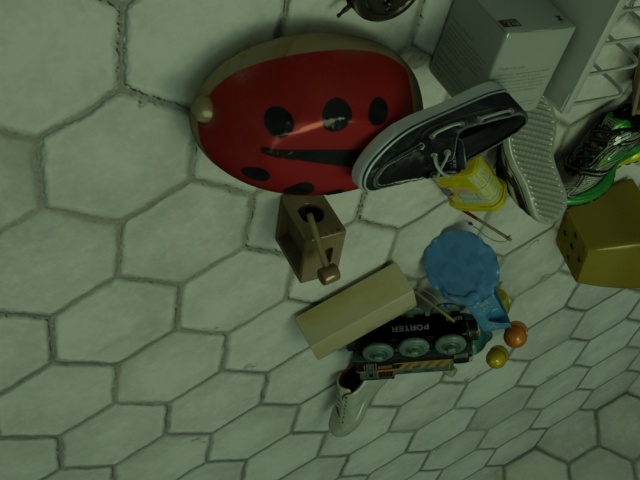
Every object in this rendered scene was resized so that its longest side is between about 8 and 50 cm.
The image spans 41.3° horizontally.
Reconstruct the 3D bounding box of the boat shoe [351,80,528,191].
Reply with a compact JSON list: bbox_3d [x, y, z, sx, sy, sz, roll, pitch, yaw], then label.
[{"bbox_3d":[0.198,-0.151,1.379,0.301,0.102,0.108,-27,144,-11],"label":"boat shoe"}]

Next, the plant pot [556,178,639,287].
[{"bbox_3d":[0.729,-0.003,2.176,0.187,0.212,0.212,-10,142,-7],"label":"plant pot"}]

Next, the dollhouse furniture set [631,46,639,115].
[{"bbox_3d":[0.740,-0.355,1.779,0.151,0.144,0.123,4,147,14],"label":"dollhouse furniture set"}]

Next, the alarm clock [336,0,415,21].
[{"bbox_3d":[0.117,-0.409,1.317,0.192,0.064,0.129,-22,145,-18],"label":"alarm clock"}]

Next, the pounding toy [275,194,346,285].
[{"bbox_3d":[0.004,-0.002,1.608,0.094,0.206,0.181,-15,142,-22],"label":"pounding toy"}]

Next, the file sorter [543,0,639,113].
[{"bbox_3d":[0.481,-0.401,1.487,0.173,0.192,0.277,-14,142,-27],"label":"file sorter"}]

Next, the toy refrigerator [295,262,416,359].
[{"bbox_3d":[0.082,0.163,1.978,0.270,0.094,0.102,-29,152,-3],"label":"toy refrigerator"}]

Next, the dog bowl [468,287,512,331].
[{"bbox_3d":[0.399,0.131,2.124,0.074,0.165,0.297,-24,147,11],"label":"dog bowl"}]

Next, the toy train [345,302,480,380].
[{"bbox_3d":[0.227,0.257,2.108,0.334,0.142,0.190,-6,141,2],"label":"toy train"}]

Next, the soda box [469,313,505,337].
[{"bbox_3d":[0.406,0.264,2.366,0.216,0.069,0.074,-30,146,-2],"label":"soda box"}]

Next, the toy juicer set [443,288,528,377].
[{"bbox_3d":[0.395,0.276,2.248,0.329,0.209,0.089,-24,143,-10],"label":"toy juicer set"}]

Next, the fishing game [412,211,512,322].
[{"bbox_3d":[0.334,0.062,1.980,0.041,0.189,0.264,-30,149,-58],"label":"fishing game"}]

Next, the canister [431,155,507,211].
[{"bbox_3d":[0.301,-0.127,1.759,0.126,0.073,0.170,4,159,33],"label":"canister"}]

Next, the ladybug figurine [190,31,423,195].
[{"bbox_3d":[-0.003,-0.188,1.410,0.450,0.161,0.305,-4,138,-33],"label":"ladybug figurine"}]

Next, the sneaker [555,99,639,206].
[{"bbox_3d":[0.624,-0.211,1.908,0.344,0.134,0.146,-39,139,-4],"label":"sneaker"}]

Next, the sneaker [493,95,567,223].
[{"bbox_3d":[0.423,-0.188,1.782,0.126,0.127,0.321,-25,120,-12],"label":"sneaker"}]

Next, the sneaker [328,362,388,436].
[{"bbox_3d":[0.071,0.414,2.288,0.123,0.106,0.290,11,121,-33],"label":"sneaker"}]

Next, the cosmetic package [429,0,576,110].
[{"bbox_3d":[0.311,-0.333,1.474,0.151,0.151,0.183,-12,142,-27],"label":"cosmetic package"}]
